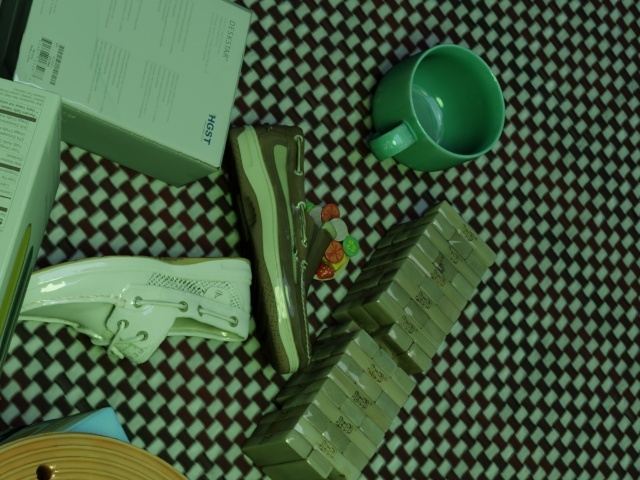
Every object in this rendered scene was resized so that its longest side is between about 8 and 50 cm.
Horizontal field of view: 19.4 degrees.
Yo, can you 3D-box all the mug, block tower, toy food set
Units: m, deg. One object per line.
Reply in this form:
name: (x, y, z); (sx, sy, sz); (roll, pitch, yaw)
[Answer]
mug: (0.110, -0.140, 2.032); (0.158, 0.097, 0.129); (5, 76, -33)
block tower: (0.054, 0.113, 1.933); (0.091, 0.097, 0.335); (46, 59, -17)
toy food set: (0.000, 0.000, 1.967); (0.083, 0.020, 0.082); (53, 55, -12)

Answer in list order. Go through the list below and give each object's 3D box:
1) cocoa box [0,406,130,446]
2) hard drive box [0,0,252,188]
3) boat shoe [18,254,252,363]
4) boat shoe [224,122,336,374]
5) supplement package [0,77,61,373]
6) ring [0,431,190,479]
cocoa box: (-0.302, 0.322, 1.544); (0.347, 0.228, 0.231); (-30, 96, -36)
hard drive box: (-0.198, -0.179, 1.832); (0.232, 0.089, 0.181); (23, 66, -28)
boat shoe: (-0.176, 0.068, 1.778); (0.277, 0.098, 0.096); (-1, 78, -36)
boat shoe: (-0.027, 0.003, 1.887); (0.095, 0.095, 0.257); (-9, 83, -12)
supplement package: (-0.346, 0.006, 1.573); (0.198, 0.199, 0.262); (15, 68, -2)
ring: (-0.194, 0.318, 1.459); (0.337, 0.032, 0.336); (8, 76, -34)
